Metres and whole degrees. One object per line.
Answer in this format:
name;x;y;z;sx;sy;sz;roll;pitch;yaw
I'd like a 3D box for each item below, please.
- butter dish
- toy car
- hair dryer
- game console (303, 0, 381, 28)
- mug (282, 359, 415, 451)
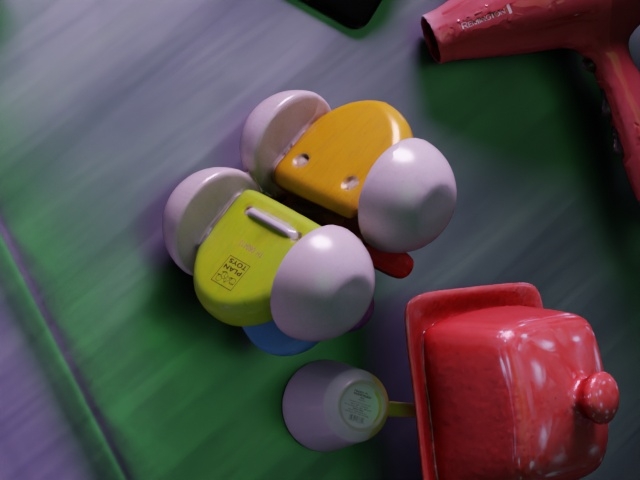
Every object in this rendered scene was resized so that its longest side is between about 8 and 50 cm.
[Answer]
butter dish;0.145;0.107;1.302;0.160;0.118;0.160;-4;88;-48
toy car;0.000;0.000;1.271;0.182;0.159;0.136;-47;139;-19
hair dryer;0.213;-0.120;1.363;0.293;0.080;0.224;18;78;-3
game console;0.003;-0.226;1.344;0.122;0.071;0.107;28;46;-19
mug;0.021;0.106;1.298;0.078;0.064;0.062;-28;96;-22
